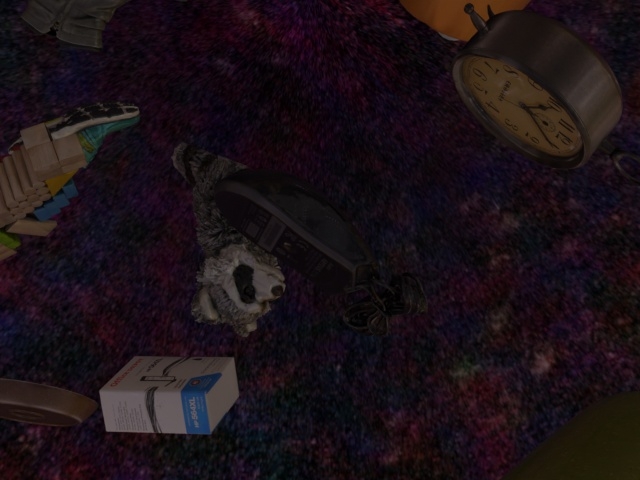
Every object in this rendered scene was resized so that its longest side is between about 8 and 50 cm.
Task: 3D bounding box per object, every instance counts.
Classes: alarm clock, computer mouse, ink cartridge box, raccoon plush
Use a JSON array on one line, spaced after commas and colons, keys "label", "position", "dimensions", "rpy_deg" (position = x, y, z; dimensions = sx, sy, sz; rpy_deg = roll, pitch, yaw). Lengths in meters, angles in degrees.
[{"label": "alarm clock", "position": [0.184, -0.106, 0.621], "dimensions": [0.192, 0.129, 0.064], "rpy_deg": [43, 82, 8]}, {"label": "computer mouse", "position": [0.000, 0.000, 0.939], "dimensions": [0.272, 0.188, 0.072], "rpy_deg": [37, 66, -5]}, {"label": "ink cartridge box", "position": [-0.267, 0.272, 1.429], "dimensions": [0.203, 0.148, 0.085], "rpy_deg": [-1, 106, 14]}, {"label": "raccoon plush", "position": [-0.193, -0.001, 1.591], "dimensions": [0.216, 0.446, 0.299], "rpy_deg": [23, 91, -31]}]

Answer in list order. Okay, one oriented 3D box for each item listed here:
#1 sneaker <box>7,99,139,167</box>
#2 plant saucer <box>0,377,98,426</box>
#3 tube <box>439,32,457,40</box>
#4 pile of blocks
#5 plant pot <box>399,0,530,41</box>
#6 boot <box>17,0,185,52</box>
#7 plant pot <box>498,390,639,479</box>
[{"label": "sneaker", "position": [-0.497, -0.207, 1.647], "dimensions": [0.275, 0.107, 0.110], "rpy_deg": [-27, 125, -10]}, {"label": "plant saucer", "position": [-0.369, 0.208, 1.013], "dimensions": [0.169, 0.168, 0.029], "rpy_deg": [9, 67, -3]}, {"label": "tube", "position": [0.202, -0.311, 1.112], "dimensions": [0.052, 0.207, 0.080], "rpy_deg": [17, 111, 13]}, {"label": "pile of blocks", "position": [-0.528, -0.088, 1.406], "dimensions": [0.362, 0.149, 0.112], "rpy_deg": [-35, 66, 23]}, {"label": "plant pot", "position": [0.168, -0.315, 0.812], "dimensions": [0.205, 0.205, 0.188], "rpy_deg": [21, 133, -7]}, {"label": "boot", "position": [-0.332, -0.366, 1.253], "dimensions": [0.247, 0.083, 0.161], "rpy_deg": [14, 95, -8]}, {"label": "plant pot", "position": [0.141, 0.225, 0.390], "dimensions": [0.275, 0.293, 0.274], "rpy_deg": [23, 138, 22]}]
